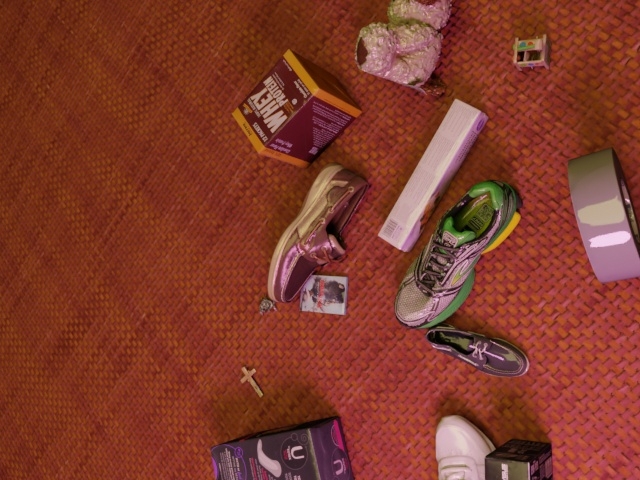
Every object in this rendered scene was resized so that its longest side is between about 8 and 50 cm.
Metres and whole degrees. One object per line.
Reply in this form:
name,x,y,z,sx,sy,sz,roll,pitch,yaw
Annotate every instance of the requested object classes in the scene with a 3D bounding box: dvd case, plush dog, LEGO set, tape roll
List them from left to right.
LEGO set,-0.126,0.144,1.532,0.054,0.023,0.083,13,92,31
dvd case,0.007,0.123,1.461,0.119,0.013,0.087,2,86,33
plush dog,0.195,-0.434,1.307,0.211,0.262,0.225,21,108,-2
tape roll,0.481,-0.041,1.072,0.072,0.219,0.219,-16,77,29

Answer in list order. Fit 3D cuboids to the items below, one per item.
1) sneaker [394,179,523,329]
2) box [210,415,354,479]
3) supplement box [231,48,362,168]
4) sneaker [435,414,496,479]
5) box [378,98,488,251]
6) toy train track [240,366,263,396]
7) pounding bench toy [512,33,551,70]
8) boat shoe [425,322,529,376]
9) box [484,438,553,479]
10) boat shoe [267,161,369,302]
sneaker,0.245,0.022,1.243,0.134,0.146,0.343,38,102,30
box,-0.083,0.497,1.401,0.270,0.143,0.165,-19,78,28
supplement box,-0.051,-0.286,1.432,0.194,0.191,0.129,-43,65,21
sneaker,0.276,0.479,1.184,0.114,0.152,0.305,-22,73,30
box,0.231,-0.129,1.322,0.067,0.063,0.324,34,103,28
toy train track,-0.162,0.340,1.542,0.048,0.014,0.083,-42,72,13
pounding bench toy,0.401,-0.365,1.231,0.065,0.083,0.052,4,88,31
boat shoe,0.298,0.215,1.246,0.206,0.065,0.075,19,96,31
box,0.351,0.441,1.124,0.078,0.180,0.147,-3,84,31
boat shoe,0.000,0.000,1.418,0.123,0.123,0.342,30,92,27
